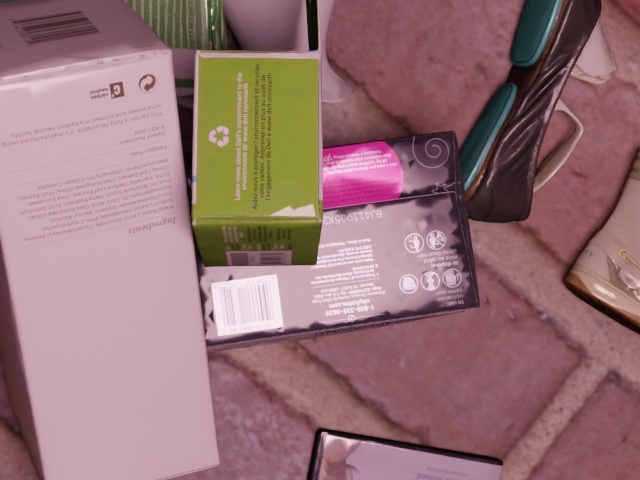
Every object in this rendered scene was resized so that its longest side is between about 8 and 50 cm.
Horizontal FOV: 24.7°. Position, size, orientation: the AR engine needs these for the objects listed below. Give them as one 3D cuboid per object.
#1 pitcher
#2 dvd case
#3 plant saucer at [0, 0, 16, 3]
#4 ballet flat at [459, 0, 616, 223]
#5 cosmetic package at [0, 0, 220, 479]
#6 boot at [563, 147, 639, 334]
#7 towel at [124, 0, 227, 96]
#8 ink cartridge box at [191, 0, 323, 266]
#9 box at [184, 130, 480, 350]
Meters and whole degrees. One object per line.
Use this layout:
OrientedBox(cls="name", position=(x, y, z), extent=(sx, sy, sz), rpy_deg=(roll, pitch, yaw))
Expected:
OrientedBox(cls="pitcher", position=(-0.065, -0.223, 1.308), extent=(0.178, 0.125, 0.207), rpy_deg=(-6, 103, 0))
OrientedBox(cls="dvd case", position=(0.062, 0.314, 1.374), extent=(0.180, 0.022, 0.253), rpy_deg=(11, 90, -7))
OrientedBox(cls="plant saucer", position=(-0.357, -0.121, 1.279), extent=(0.318, 0.044, 0.317), rpy_deg=(1, 98, 5))
OrientedBox(cls="ballet flat", position=(0.208, -0.144, 1.358), extent=(0.096, 0.095, 0.280), rpy_deg=(22, 98, -16))
OrientedBox(cls="cosmetic package", position=(-0.191, 0.003, 1.178), extent=(0.155, 0.197, 0.365), rpy_deg=(-13, 117, -18))
OrientedBox(cls="boot", position=(0.357, 0.024, 1.380), extent=(0.213, 0.077, 0.165), rpy_deg=(30, 85, -3))
OrientedBox(cls="towel", position=(-0.205, -0.282, 1.257), extent=(0.248, 0.038, 0.324), rpy_deg=(0, 107, 17))
OrientedBox(cls="ink cartridge box", position=(-0.048, -0.119, 1.139), extent=(0.097, 0.189, 0.255), rpy_deg=(-1, 79, -2))
OrientedBox(cls="box", position=(0.000, 0.000, 1.302), extent=(0.247, 0.142, 0.163), rpy_deg=(-8, 92, -5))
